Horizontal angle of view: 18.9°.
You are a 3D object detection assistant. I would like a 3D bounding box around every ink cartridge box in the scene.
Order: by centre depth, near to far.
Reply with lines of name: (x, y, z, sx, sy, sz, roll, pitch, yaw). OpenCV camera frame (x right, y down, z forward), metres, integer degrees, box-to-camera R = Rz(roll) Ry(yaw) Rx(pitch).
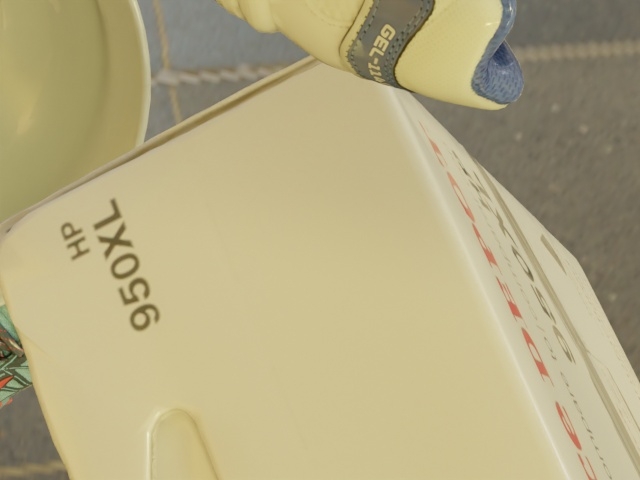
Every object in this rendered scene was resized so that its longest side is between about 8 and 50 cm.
ink cartridge box: (0.059, 0.122, 0.811, 0.166, 0.395, 0.285, -28, 70, 12)

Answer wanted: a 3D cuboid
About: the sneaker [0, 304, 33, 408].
sneaker: (-0.263, 0.094, 1.437, 0.104, 0.262, 0.125, 52, 39, 3)

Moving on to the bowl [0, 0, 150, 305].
bowl: (-0.244, -0.109, 1.073, 0.298, 0.297, 0.134, 5, 25, -10)

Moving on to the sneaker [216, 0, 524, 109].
sneaker: (0.092, -0.156, 0.606, 0.131, 0.112, 0.296, 35, 74, 23)
